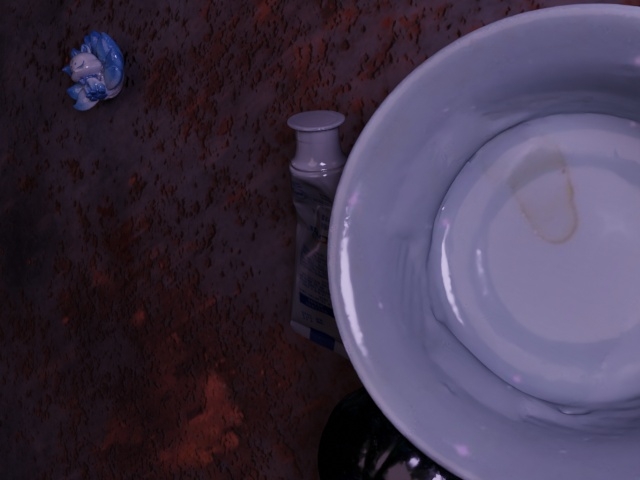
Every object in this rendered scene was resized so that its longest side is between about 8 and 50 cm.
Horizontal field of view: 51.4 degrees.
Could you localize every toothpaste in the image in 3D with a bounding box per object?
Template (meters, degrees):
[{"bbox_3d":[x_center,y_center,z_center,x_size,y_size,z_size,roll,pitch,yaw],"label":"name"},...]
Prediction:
[{"bbox_3d":[0.000,0.000,0.698,0.096,0.061,0.266,22,125,38],"label":"toothpaste"}]

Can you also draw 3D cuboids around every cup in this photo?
[{"bbox_3d":[0.193,0.012,0.523,0.347,0.163,0.347,0,89,29],"label":"cup"}]

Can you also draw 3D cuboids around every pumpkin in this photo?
[{"bbox_3d":[0.089,0.213,0.598,0.202,0.202,0.140,27,61,31],"label":"pumpkin"}]

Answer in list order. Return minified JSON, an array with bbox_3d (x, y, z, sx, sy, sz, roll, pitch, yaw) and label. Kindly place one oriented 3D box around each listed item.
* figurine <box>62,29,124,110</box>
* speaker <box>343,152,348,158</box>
[{"bbox_3d":[-0.316,-0.244,0.924,0.114,0.079,0.114,5,97,39],"label":"figurine"},{"bbox_3d":[0.062,-0.021,0.694,0.191,0.040,0.046,45,114,25],"label":"speaker"}]
